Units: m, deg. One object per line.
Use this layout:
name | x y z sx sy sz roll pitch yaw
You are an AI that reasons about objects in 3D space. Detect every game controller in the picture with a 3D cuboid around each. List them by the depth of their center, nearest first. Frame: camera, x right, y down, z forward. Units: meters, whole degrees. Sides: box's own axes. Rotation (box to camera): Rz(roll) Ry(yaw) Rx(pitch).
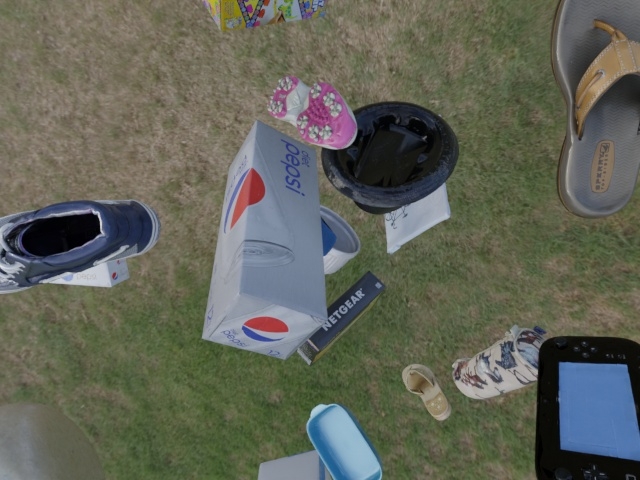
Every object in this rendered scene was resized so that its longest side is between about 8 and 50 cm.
game controller | 0.433 0.267 0.651 0.166 0.319 0.067 -17 113 36

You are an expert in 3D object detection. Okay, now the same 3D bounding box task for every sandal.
sandal | 0.254 -0.123 0.367 0.090 0.060 0.219 0 105 11
sandal | 0.280 0.396 1.170 0.088 0.240 0.079 -41 110 0

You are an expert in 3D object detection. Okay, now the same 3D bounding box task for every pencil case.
pencil case | 0.631 0.441 1.472 0.184 0.159 0.410 60 150 21

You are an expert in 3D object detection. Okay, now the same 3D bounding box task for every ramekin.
ramekin | 0.000 0.000 1.179 0.207 0.207 0.109 38 117 -2

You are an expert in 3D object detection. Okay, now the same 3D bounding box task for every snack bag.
snack bag | 0.290 -0.163 1.295 0.037 0.323 0.343 8 66 -23

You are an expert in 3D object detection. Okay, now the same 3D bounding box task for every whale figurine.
whale figurine | -0.258 0.283 0.350 0.141 0.216 0.272 -25 71 -19

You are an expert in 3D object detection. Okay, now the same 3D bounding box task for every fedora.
fedora | 0.160 -0.180 0.998 0.334 0.334 0.152 7 147 6

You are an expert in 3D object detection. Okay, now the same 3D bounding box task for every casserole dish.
casserole dish | 0.051 0.411 0.832 0.114 0.037 0.188 -45 70 22

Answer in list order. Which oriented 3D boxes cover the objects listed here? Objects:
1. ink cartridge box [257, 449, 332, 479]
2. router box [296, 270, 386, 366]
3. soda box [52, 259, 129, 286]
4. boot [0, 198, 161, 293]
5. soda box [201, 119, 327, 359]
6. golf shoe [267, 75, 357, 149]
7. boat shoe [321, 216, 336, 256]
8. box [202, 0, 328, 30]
ink cartridge box | -0.047 0.701 1.063 0.171 0.168 0.233 -18 110 5
router box | 0.063 0.263 1.383 0.309 0.243 0.081 -39 73 -23
soda box | -0.628 0.074 1.114 0.216 0.069 0.074 1 107 17
boot | -0.235 0.002 0.333 0.190 0.086 0.069 -16 90 3
soda box | -0.061 -0.016 0.492 0.098 0.286 0.091 22 131 -24
golf shoe | 0.005 -0.260 0.878 0.140 0.306 0.115 21 108 -40
boat shoe | -0.054 -0.039 0.876 0.089 0.258 0.109 33 75 33
box | -0.158 -0.672 0.971 0.279 0.177 0.290 -21 67 -23
